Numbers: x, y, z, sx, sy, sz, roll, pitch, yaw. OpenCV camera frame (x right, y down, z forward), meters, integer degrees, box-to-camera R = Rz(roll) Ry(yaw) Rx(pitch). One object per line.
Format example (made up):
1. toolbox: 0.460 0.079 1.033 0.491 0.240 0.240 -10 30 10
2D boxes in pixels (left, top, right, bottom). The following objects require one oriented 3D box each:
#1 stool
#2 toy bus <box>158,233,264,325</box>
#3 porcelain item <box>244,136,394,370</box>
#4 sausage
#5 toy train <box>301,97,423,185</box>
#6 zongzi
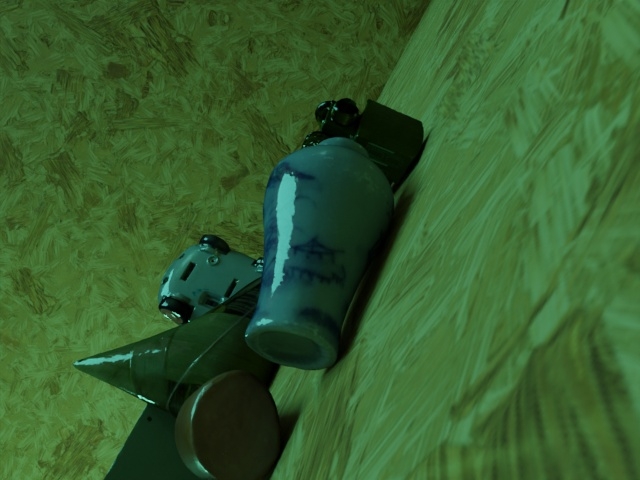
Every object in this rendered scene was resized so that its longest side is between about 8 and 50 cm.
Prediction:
1. stool: -0.298 0.437 1.098 0.269 0.170 0.243 -64 4 -34
2. toy bus: -0.194 0.143 1.246 0.232 0.288 0.194 95 -162 -55
3. porcelain item: 0.000 0.000 0.609 0.141 0.141 0.259 123 164 -51
4. sausage: -0.112 0.218 0.674 0.113 0.114 0.259 -63 5 -24
5. toy train: 0.032 -0.087 0.782 0.225 0.137 0.090 117 173 -52
6. zongzi: -0.222 0.157 1.022 0.154 0.318 0.289 102 -168 -60
